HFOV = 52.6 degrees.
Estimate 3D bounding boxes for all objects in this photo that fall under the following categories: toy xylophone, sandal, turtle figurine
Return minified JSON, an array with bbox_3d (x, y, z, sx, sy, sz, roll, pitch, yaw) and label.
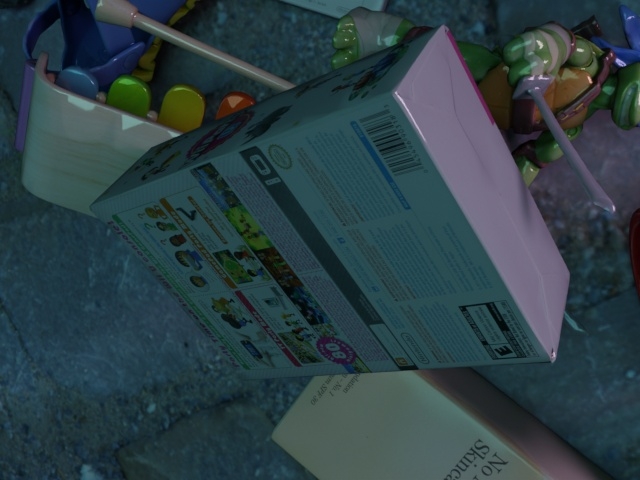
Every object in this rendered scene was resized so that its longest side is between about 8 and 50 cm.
[{"bbox_3d":[-0.134,-0.092,0.622,0.322,0.081,0.236,26,119,-13],"label":"toy xylophone"},{"bbox_3d":[-0.200,-0.258,0.652,0.126,0.138,0.317,37,116,10],"label":"sandal"},{"bbox_3d":[0.131,-0.091,0.541,0.266,0.198,0.275,16,89,25],"label":"turtle figurine"}]

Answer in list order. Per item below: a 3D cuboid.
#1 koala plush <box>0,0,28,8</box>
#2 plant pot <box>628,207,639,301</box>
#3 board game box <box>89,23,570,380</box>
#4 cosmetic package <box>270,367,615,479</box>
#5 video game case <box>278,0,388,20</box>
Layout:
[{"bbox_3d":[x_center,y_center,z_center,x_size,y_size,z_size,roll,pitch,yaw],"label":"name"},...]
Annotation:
[{"bbox_3d":[-0.456,-0.400,0.728,0.221,0.203,0.196,30,105,26],"label":"koala plush"},{"bbox_3d":[0.356,0.043,0.498,0.174,0.191,0.191,-16,91,11],"label":"plant pot"},{"bbox_3d":[0.000,0.000,0.501,0.303,0.097,0.224,-12,124,38],"label":"board game box"},{"bbox_3d":[0.125,0.220,0.636,0.309,0.113,0.160,37,107,12],"label":"cosmetic package"},{"bbox_3d":[0.009,-0.305,0.656,0.157,0.019,0.143,23,103,15],"label":"video game case"}]
